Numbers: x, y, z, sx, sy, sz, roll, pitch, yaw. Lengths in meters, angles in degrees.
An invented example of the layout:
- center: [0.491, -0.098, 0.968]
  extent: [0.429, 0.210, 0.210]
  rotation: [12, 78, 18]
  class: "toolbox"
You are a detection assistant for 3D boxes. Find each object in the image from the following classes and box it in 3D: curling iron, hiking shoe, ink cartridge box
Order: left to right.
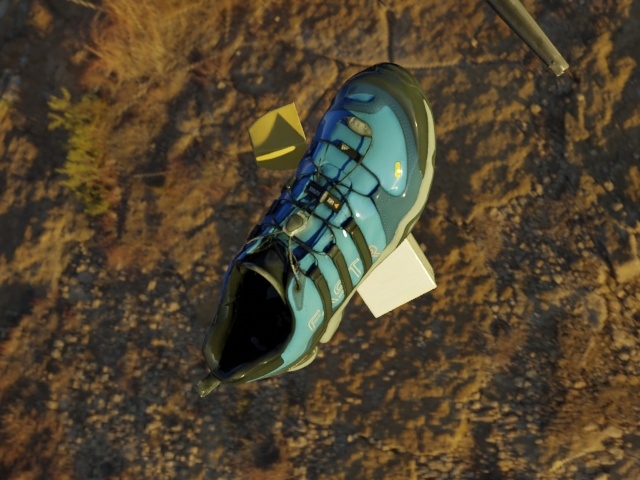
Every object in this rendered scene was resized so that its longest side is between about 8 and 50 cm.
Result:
- center: [0.000, 0.000, 0.717]
  extent: [0.113, 0.132, 0.304]
  rotation: [30, 112, 16]
  class: "hiking shoe"
- center: [0.078, 0.003, 1.312]
  extent: [0.109, 0.209, 0.062]
  rotation: [-28, 23, 15]
  class: "ink cartridge box"
- center: [0.186, -0.295, 0.972]
  extent: [0.035, 0.068, 0.274]
  rotation: [-34, 88, -6]
  class: "curling iron"

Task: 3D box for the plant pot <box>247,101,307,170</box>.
- center: [-0.071, -0.160, 1.401]
  extent: [0.083, 0.081, 0.082]
  rotation: [-16, 66, -6]
  class: "plant pot"
